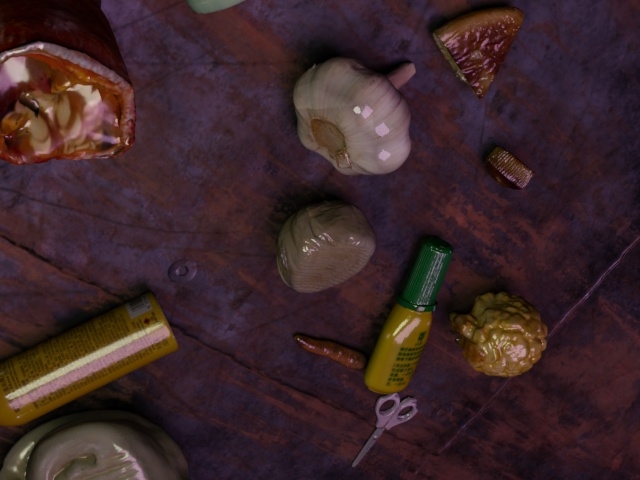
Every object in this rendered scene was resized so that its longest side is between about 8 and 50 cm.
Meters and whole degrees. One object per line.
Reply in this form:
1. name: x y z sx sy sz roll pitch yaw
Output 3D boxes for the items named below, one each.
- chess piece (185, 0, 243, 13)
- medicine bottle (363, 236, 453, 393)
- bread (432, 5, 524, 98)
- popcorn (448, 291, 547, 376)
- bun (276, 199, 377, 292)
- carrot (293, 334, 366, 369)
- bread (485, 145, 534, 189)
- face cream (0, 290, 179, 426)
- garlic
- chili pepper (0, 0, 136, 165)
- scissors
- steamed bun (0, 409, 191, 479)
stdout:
1. chess piece: -0.162 -0.436 1.341 0.139 0.139 0.272 -29 118 -6
2. medicine bottle: 0.163 0.137 1.893 0.111 0.076 0.309 -9 127 -48
3. bread: 0.229 -0.306 1.646 0.136 0.054 0.154 10 111 -32
4. popcorn: 0.323 0.171 1.936 0.180 0.180 0.170 28 124 -36
5. bun: 0.000 0.000 1.700 0.166 0.113 0.173 -30 153 1
6. carrot: 0.019 0.197 1.893 0.165 0.035 0.036 25 108 -33
7. bread: 0.317 -0.118 1.795 0.085 0.085 0.053 32 98 -37
8. face cream: -0.398 0.199 1.646 0.348 0.105 0.105 -26 129 -9
9. garlic: 0.082 -0.209 1.580 0.226 0.199 0.199 -43 135 -30
10. chili pepper: -0.353 -0.198 1.280 0.229 0.305 0.251 -45 131 10
11. scissors: 0.115 0.373 2.069 0.100 0.015 0.189 22 112 -33
12. steamed bun: -0.340 0.443 1.744 0.342 0.255 0.368 -27 102 15
